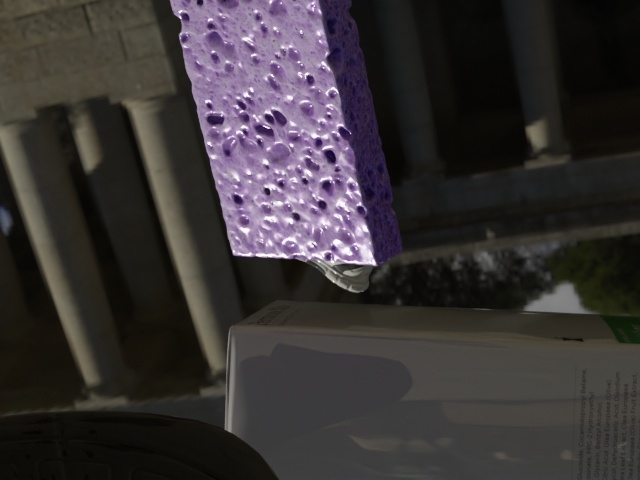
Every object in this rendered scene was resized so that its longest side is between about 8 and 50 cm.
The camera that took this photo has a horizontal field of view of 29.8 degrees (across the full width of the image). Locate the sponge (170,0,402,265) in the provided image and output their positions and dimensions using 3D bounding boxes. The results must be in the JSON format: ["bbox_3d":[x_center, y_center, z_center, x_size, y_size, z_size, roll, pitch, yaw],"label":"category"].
[{"bbox_3d":[-0.025,-0.086,0.692,0.117,0.210,0.031,6,-153,40],"label":"sponge"}]

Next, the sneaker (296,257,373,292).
[{"bbox_3d":[0.000,0.000,1.026,0.109,0.044,0.040,28,-153,10],"label":"sneaker"}]

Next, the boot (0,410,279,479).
[{"bbox_3d":[-0.195,0.212,0.559,0.377,0.138,0.284,-22,159,-13],"label":"boot"}]

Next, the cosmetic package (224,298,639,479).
[{"bbox_3d":[0.125,0.134,0.889,0.365,0.155,0.197,3,-176,7],"label":"cosmetic package"}]
